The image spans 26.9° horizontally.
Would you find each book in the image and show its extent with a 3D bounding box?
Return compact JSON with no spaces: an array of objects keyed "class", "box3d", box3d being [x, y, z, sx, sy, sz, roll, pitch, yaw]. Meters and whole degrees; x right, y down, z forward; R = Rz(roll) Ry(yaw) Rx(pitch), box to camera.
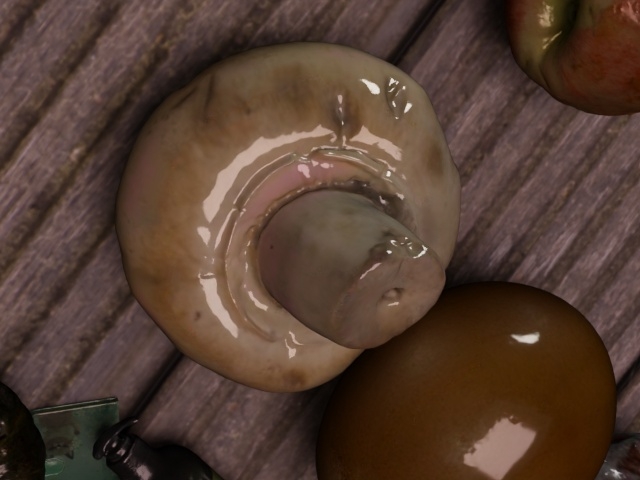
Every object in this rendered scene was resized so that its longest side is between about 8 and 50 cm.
[{"class":"book","box3d":[-0.270,0.242,1.469,0.103,0.017,0.135,-6,111,-18]}]

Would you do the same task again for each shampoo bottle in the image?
[{"class":"shampoo bottle","box3d":[-0.145,0.300,1.489,0.101,0.101,0.284,-43,117,0]}]

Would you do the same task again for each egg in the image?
[{"class":"egg","box3d":[0.157,0.200,1.461,0.351,0.282,0.282,-33,117,0]}]

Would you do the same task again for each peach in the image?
[{"class":"peach","box3d":[0.323,-0.239,1.394,0.256,0.232,0.232,-11,115,-39]}]

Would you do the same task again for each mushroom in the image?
[{"class":"mushroom","box3d":[-0.014,-0.002,1.329,0.353,0.353,0.325,-7,143,-18]}]

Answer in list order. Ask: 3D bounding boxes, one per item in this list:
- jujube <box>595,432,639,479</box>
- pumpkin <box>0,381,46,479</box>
[{"class":"jujube","box3d":[0.352,0.379,1.638,0.246,0.215,0.308,-25,115,-11]},{"class":"pumpkin","box3d":[-0.385,0.233,1.346,0.223,0.157,0.224,-6,103,-26]}]
